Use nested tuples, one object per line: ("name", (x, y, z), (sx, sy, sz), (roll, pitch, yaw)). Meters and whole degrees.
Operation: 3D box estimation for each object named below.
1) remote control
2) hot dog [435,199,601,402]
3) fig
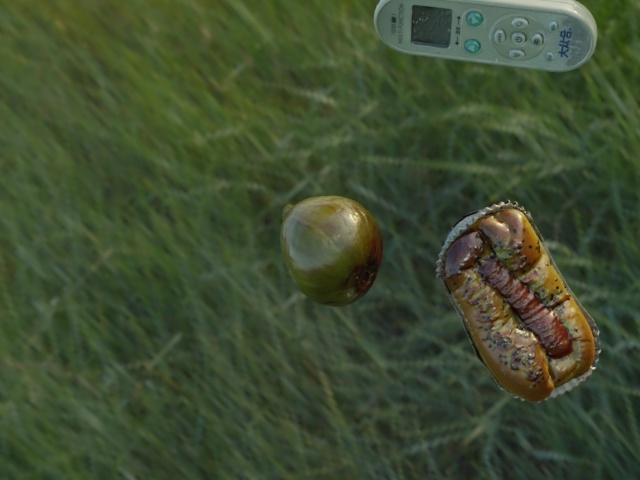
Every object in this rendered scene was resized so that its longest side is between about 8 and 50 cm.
("remote control", (0.164, -0.215, 1.585), (0.221, 0.078, 0.042), (9, 45, 10))
("hot dog", (0.176, 0.059, 1.434), (0.108, 0.191, 0.059), (-33, 14, -2))
("fig", (0.000, 0.000, 1.189), (0.098, 0.084, 0.082), (37, 103, 23))
